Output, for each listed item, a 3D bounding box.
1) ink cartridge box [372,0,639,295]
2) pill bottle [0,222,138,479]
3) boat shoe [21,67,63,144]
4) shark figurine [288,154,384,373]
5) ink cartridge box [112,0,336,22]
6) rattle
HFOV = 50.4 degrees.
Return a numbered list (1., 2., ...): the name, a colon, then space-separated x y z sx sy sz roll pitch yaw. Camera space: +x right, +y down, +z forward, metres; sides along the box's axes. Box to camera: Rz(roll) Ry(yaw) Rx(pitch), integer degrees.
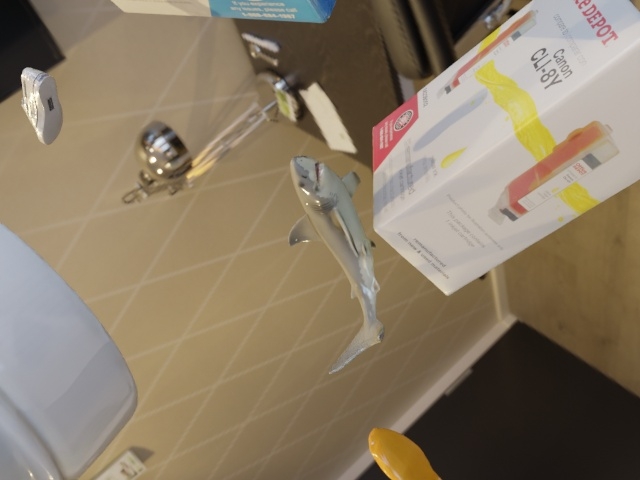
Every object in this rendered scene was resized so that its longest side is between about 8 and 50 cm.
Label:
1. ink cartridge box: 0.261 -0.151 0.896 0.160 0.385 0.279 40 -149 -24
2. pill bottle: -0.260 0.146 0.267 0.204 0.361 0.204 25 142 22
3. boat shoe: -0.315 -0.150 0.759 0.035 0.035 0.100 29 145 8
4. shark figurine: 0.013 0.017 0.900 0.278 0.116 0.166 70 -158 -10
5. ink cartridge box: -0.167 -0.368 0.566 0.286 0.166 0.395 14 168 29
6. rattle: 0.098 0.312 0.690 0.143 0.130 0.199 16 133 23
